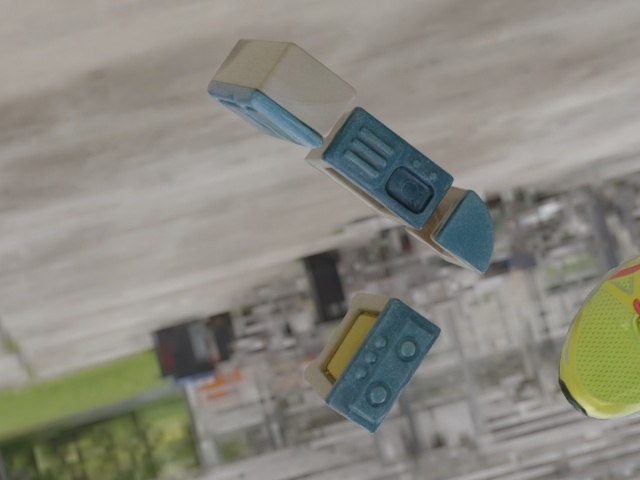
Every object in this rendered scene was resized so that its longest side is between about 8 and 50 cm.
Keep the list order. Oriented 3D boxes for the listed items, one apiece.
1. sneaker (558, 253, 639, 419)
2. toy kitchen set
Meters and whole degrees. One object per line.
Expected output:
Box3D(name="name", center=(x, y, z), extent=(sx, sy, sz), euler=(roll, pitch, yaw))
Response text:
Box3D(name="sneaker", center=(0.218, 0.023, 0.983), extent=(0.208, 0.081, 0.094), euler=(-38, 174, -2))
Box3D(name="toy kitchen set", center=(0.000, 0.000, 1.121), extent=(0.166, 0.207, 0.122), euler=(-56, -162, -4))
